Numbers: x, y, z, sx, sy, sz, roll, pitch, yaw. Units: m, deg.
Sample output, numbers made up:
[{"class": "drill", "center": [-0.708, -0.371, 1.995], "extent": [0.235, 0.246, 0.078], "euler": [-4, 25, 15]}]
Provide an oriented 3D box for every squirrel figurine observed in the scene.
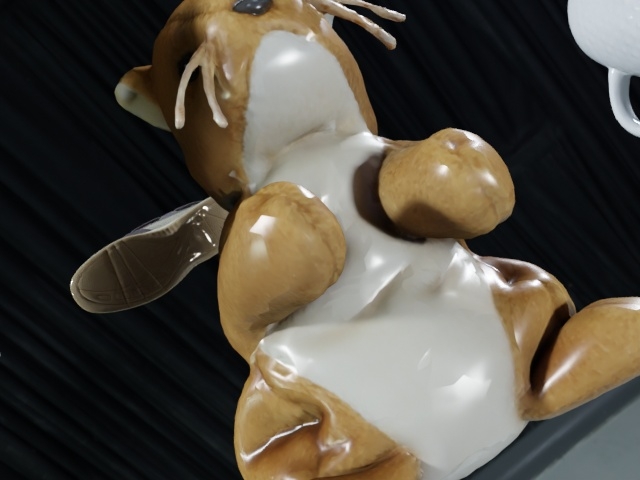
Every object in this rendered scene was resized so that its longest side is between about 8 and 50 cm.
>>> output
[{"class": "squirrel figurine", "center": [0.000, 0.000, 0.608], "extent": [0.281, 0.370, 0.397], "euler": [-31, -8, -5]}]

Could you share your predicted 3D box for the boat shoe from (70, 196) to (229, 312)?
[{"class": "boat shoe", "center": [-0.241, 0.018, 1.196], "extent": [0.285, 0.102, 0.092], "euler": [-34, 11, -19]}]

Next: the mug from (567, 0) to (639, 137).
[{"class": "mug", "center": [0.567, -0.344, 1.258], "extent": [0.328, 0.276, 0.373], "euler": [8, 91, 60]}]
